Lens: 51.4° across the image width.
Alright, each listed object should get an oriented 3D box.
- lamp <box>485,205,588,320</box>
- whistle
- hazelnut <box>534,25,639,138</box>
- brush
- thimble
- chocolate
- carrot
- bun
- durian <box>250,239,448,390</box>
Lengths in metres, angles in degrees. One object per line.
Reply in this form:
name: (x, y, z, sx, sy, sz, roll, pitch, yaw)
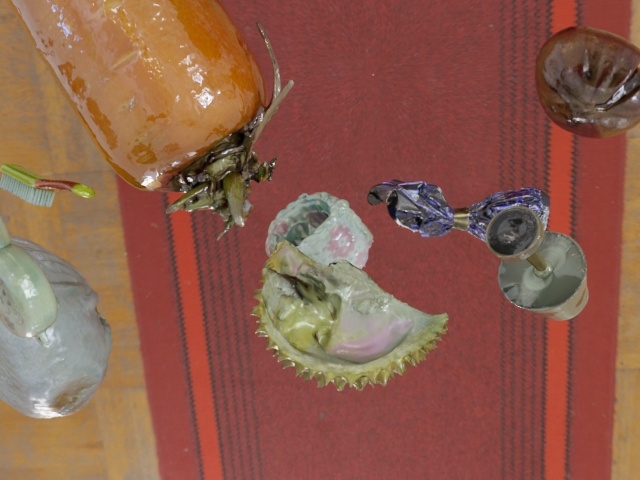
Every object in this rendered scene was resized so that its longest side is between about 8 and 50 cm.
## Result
lamp: (0.292, 0.033, 0.899, 0.121, 0.121, 0.215, -40, 137, 13)
whistle: (-0.413, 0.022, 0.861, 0.126, 0.067, 0.258, -19, 102, 49)
hazelnut: (0.446, -0.258, 1.106, 0.178, 0.178, 0.204, -37, 104, 12)
brush: (-0.166, -0.030, 0.405, 0.083, 0.019, 0.021, 15, 92, 34)
thimble: (0.000, 0.000, 1.402, 0.211, 0.185, 0.149, -27, 127, 27)
chocolate: (0.260, -0.051, 1.304, 0.343, 0.148, 0.126, 6, 73, 7)
carrot: (-0.156, -0.163, 0.699, 0.214, 0.193, 0.331, -29, 95, -14)
bun: (-0.508, 0.147, 1.175, 0.211, 0.362, 0.361, -31, 103, -33)
durian: (0.012, 0.109, 0.943, 0.306, 0.172, 0.166, 34, 111, 32)
